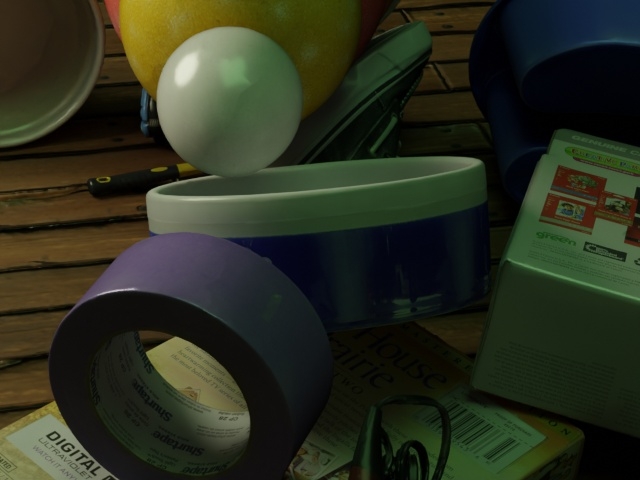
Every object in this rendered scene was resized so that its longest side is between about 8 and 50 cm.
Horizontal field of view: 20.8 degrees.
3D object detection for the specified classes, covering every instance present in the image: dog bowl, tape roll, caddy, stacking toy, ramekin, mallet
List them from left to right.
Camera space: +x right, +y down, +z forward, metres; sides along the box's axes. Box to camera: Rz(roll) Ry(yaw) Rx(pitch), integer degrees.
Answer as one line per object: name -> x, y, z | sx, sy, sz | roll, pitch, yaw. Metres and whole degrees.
ramekin -> -0.326, -0.207, 1.726 | 0.207, 0.207, 0.109 | -10, 29, -21
mallet -> -0.129, -0.063, 1.696 | 0.189, 0.039, 0.062 | -16, 43, -21
tape roll -> -0.091, 0.094, 1.232 | 0.189, 0.189, 0.080 | 16, 36, 14
stacking toy -> -0.061, -0.204, 1.525 | 0.350, 0.351, 0.480 | 3, 35, -4
dog bowl -> 0.000, 0.000, 1.357 | 0.264, 0.104, 0.265 | -5, 7, 1
caddy -> 0.315, -0.147, 1.699 | 0.341, 0.241, 0.179 | 5, 41, -1

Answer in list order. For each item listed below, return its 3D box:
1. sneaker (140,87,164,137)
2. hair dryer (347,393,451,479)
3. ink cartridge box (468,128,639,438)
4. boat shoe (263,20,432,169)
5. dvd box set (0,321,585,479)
sneaker -> -0.117, -0.157, 1.796 | 0.078, 0.067, 0.188 | 21, 34, 31
hair dryer -> 0.018, 0.245, 1.167 | 0.293, 0.080, 0.224 | -20, 77, -44
ink cartridge box -> 0.306, 0.048, 1.435 | 0.309, 0.130, 0.272 | 16, 31, 8
boat shoe -> 0.020, -0.099, 1.705 | 0.121, 0.119, 0.335 | -17, 21, 46
dvd box set -> -0.046, 0.182, 1.332 | 0.307, 0.062, 0.420 | 32, 43, 32
